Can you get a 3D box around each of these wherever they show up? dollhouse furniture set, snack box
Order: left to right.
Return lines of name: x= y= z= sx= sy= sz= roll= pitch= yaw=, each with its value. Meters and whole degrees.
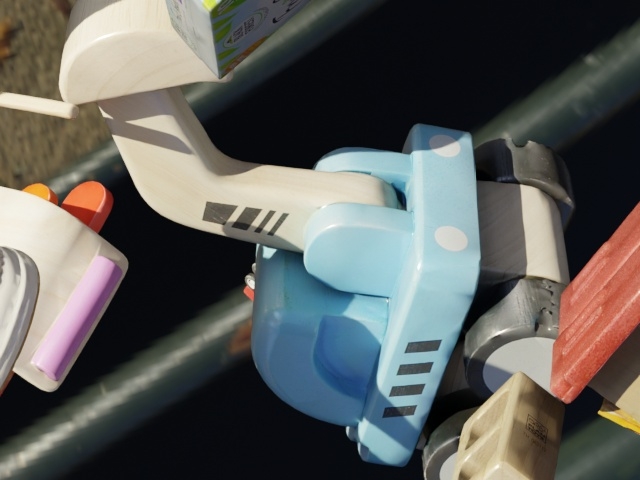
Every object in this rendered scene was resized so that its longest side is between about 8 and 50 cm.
snack box: x=-0.016 y=-0.120 z=0.742 sx=0.100 sy=0.141 sz=0.037 roll=-40 pitch=87 yaw=-4
dollhouse furniture set: x=0.183 y=0.166 z=1.200 sx=0.201 sy=0.152 sz=0.374 roll=36 pitch=116 yaw=-5

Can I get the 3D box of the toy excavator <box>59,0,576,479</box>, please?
toy excavator: x=0.000 y=0.000 z=1.511 sx=0.445 sy=0.222 sz=0.433 roll=7 pitch=136 yaw=-8

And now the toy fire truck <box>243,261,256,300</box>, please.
toy fire truck: x=-0.008 y=0.061 z=1.866 sx=0.047 sy=0.135 sz=0.192 roll=-41 pitch=170 yaw=-35

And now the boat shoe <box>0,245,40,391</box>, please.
boat shoe: x=-0.278 y=0.102 z=1.112 sx=0.096 sy=0.098 sz=0.277 roll=44 pitch=77 yaw=-35

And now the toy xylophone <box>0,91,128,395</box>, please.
toy xylophone: x=-0.275 y=-0.005 z=1.397 sx=0.236 sy=0.323 sz=0.081 roll=-55 pitch=135 yaw=-14
